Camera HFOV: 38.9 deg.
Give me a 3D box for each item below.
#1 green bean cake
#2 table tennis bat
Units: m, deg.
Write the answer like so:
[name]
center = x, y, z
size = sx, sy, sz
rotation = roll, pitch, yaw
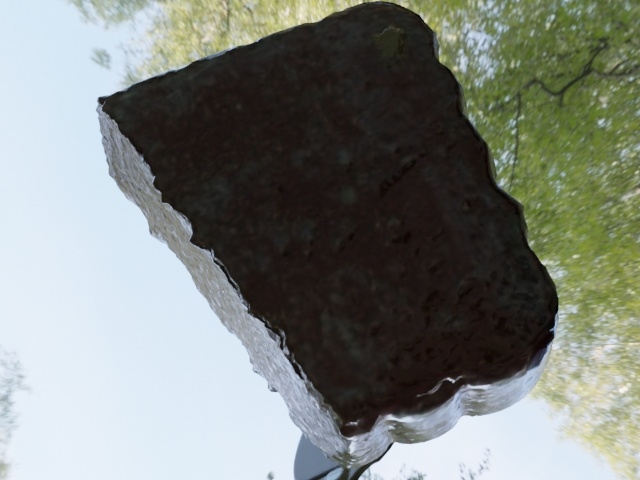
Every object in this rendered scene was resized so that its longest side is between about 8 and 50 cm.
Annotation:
[green bean cake]
center = 0.000, 0.000, 0.475
size = 0.198, 0.097, 0.233
rotation = -23, -116, -2
[table tennis bat]
center = 0.022, 0.199, 0.848
size = 0.138, 0.246, 0.022
rotation = -33, -69, 28
